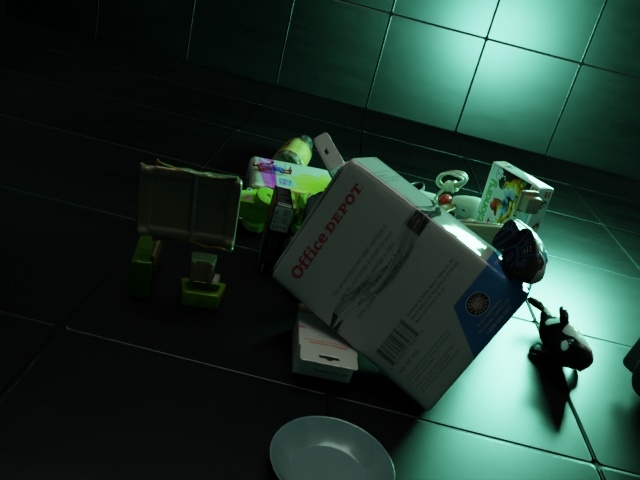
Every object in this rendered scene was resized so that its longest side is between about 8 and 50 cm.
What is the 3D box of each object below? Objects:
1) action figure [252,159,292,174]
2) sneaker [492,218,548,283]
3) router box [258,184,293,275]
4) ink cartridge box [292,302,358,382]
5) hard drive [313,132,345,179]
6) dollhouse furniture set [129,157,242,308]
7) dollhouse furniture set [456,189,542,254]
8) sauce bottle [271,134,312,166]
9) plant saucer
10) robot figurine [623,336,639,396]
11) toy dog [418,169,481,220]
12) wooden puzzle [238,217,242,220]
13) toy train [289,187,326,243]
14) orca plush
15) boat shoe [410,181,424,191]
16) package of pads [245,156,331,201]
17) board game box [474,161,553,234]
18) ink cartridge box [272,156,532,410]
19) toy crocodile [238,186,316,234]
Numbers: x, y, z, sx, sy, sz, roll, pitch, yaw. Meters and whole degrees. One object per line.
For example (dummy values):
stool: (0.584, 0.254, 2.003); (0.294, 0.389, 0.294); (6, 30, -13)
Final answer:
action figure: (-0.141, -0.215, 1.866); (0.115, 0.030, 0.038); (5, 33, -14)
sneaker: (0.363, 0.024, 1.106); (0.081, 0.080, 0.211); (34, 20, -5)
router box: (-0.110, -0.025, 1.528); (0.046, 0.179, 0.133); (12, 23, -11)
ink cartridge box: (0.006, 0.205, 1.231); (0.115, 0.067, 0.198); (12, 23, -7)
hard drive: (0.090, -0.080, 1.610); (0.047, 0.353, 0.233); (-27, 29, 3)
dollhouse furniture set: (-0.270, -0.033, 1.301); (0.197, 0.302, 0.151); (9, 27, -7)
dollhouse furniture set: (0.275, 0.018, 1.438); (0.303, 0.356, 0.174); (4, 25, -20)
sauce bottle: (-0.090, -0.294, 2.217); (0.111, 0.111, 0.344); (16, 22, 3)
plant saucer: (0.015, 0.345, 0.967); (0.195, 0.037, 0.195); (13, 24, -6)
robot figurine: (0.766, 0.309, 1.319); (0.209, 0.174, 0.278); (-18, 33, -12)
toy dog: (0.301, -0.076, 1.888); (0.333, 0.161, 0.220); (-4, -30, 34)
wooden puzzle: (-0.197, -0.059, 1.765); (0.083, 0.006, 0.049); (22, 25, 16)
toy train: (0.000, 0.000, 1.522); (0.142, 0.190, 0.334); (14, 24, -4)
orca plush: (0.521, 0.217, 1.464); (0.102, 0.151, 0.287); (-17, 28, 5)
boat shoe: (0.284, -0.164, 2.182); (0.228, 0.076, 0.080); (-10, 34, -43)
package of pads: (-0.076, -0.151, 1.920); (0.296, 0.101, 0.229); (10, 26, -12)
board game box: (0.509, -0.041, 1.763); (0.053, 0.305, 0.193); (-2, 28, -28)
ink cartridge box: (0.151, 0.068, 1.207); (0.395, 0.285, 0.166); (40, 21, 12)
toy crocodile: (-0.106, -0.089, 1.721); (0.340, 0.115, 0.105); (5, 45, -23)
